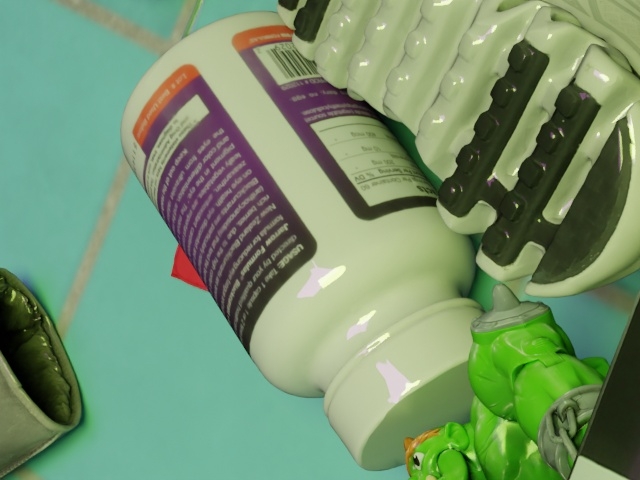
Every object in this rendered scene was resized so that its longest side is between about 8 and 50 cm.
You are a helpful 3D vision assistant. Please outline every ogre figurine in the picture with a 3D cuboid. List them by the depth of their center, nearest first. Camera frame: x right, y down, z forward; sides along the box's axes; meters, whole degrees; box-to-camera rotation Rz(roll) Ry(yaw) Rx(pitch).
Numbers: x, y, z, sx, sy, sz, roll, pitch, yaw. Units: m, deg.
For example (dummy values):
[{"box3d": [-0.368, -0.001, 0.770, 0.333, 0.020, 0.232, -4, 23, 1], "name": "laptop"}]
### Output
[{"box3d": [0.091, 0.102, 0.503, 0.097, 0.197, 0.118, -32, 46, 8], "name": "ogre figurine"}]

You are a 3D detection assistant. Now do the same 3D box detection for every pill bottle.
[{"box3d": [0.000, 0.000, 0.600, 0.108, 0.108, 0.193, -47, 60, 22], "name": "pill bottle"}]

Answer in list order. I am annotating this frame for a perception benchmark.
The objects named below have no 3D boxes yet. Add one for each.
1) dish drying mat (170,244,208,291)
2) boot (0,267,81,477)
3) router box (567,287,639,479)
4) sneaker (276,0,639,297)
[{"box3d": [-0.056, -0.017, 0.705, 0.032, 0.008, 0.083, 19, 95, 35], "name": "dish drying mat"}, {"box3d": [-0.248, 0.083, 0.792, 0.208, 0.076, 0.190, -44, 75, 31], "name": "boot"}, {"box3d": [0.176, 0.020, 0.385, 0.081, 0.243, 0.309, 24, 99, 36], "name": "router box"}, {"box3d": [0.070, -0.091, 0.564, 0.292, 0.118, 0.110, 59, 135, 35], "name": "sneaker"}]
